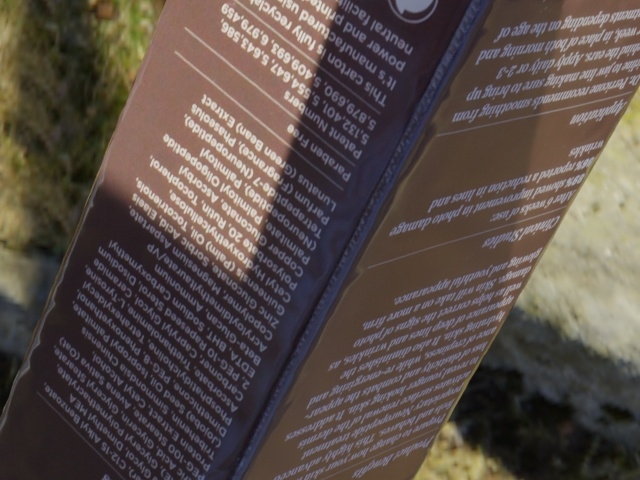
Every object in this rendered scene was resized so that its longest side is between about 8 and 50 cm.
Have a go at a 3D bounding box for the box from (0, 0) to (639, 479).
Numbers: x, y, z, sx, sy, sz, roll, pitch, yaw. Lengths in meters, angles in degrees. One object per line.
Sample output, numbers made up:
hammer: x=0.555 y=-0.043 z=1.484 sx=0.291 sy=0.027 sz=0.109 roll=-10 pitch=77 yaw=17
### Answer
box: x=0.000 y=0.000 z=0.806 sx=0.143 sy=0.191 sz=0.381 roll=39 pitch=121 yaw=25
